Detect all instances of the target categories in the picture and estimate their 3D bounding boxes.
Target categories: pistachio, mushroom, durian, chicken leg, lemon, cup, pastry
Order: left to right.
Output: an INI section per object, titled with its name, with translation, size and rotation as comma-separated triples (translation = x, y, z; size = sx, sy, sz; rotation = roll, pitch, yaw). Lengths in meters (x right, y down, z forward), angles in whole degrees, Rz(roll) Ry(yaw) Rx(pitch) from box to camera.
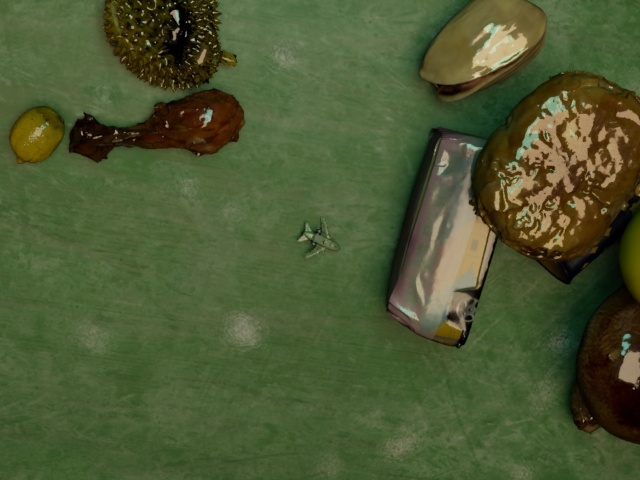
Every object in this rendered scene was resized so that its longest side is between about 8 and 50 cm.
[lemon]
translation = -0.473, -0.174, 1.686
size = 0.082, 0.082, 0.110
rotation = 41, 100, -15
[chicken leg]
translation = -0.278, -0.183, 1.719
size = 0.305, 0.093, 0.113
rotation = -11, 116, -3
[durian]
translation = -0.242, -0.338, 1.658
size = 0.237, 0.138, 0.193
rotation = 20, 99, -14
[pistachio]
translation = 0.279, -0.328, 1.737
size = 0.230, 0.157, 0.157
rotation = -36, 106, 7
[pastry]
translation = 0.382, -0.118, 1.627
size = 0.255, 0.162, 0.311
rotation = 41, 90, -12
[cup]
translation = 0.470, -0.083, 1.785
size = 0.256, 0.255, 0.178
rotation = -41, 65, 0
[mushroom]
translation = 0.619, 0.228, 1.883
size = 0.239, 0.345, 0.345
rotation = 29, 99, 26

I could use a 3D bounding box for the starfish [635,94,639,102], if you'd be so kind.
[starfish]
translation = 0.708, -0.198, 1.848
size = 0.293, 0.084, 0.301
rotation = 38, 56, 3

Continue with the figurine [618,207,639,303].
[figurine]
translation = 0.667, 0.052, 1.748
size = 0.344, 0.187, 0.215
rotation = 22, 61, -24

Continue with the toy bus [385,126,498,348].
[toy bus]
translation = 0.226, -0.009, 1.805
size = 0.163, 0.171, 0.386
rotation = 15, 99, 2

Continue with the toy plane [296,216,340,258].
[toy plane]
translation = 0.001, 0.000, 1.829
size = 0.083, 0.033, 0.080
rotation = 24, 83, -14
